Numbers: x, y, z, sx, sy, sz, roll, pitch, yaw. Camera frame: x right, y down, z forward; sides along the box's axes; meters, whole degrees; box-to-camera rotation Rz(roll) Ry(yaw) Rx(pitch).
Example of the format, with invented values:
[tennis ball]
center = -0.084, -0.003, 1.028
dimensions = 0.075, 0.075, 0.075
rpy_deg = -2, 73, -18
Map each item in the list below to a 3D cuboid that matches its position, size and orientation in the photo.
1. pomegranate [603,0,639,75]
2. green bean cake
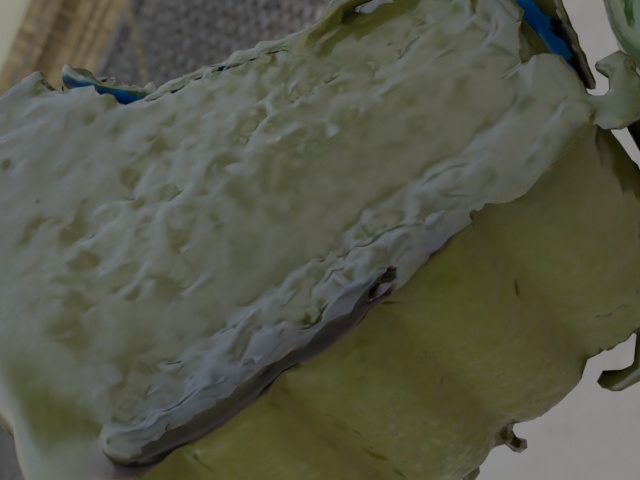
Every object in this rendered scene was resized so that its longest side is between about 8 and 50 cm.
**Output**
[pomegranate]
center = 0.266, -0.143, 0.986
dimensions = 0.254, 0.254, 0.270
rpy_deg = -124, 32, -78
[green bean cake]
center = 0.000, 0.000, 0.844
dimensions = 0.310, 0.202, 0.285
rpy_deg = -34, 43, 6
